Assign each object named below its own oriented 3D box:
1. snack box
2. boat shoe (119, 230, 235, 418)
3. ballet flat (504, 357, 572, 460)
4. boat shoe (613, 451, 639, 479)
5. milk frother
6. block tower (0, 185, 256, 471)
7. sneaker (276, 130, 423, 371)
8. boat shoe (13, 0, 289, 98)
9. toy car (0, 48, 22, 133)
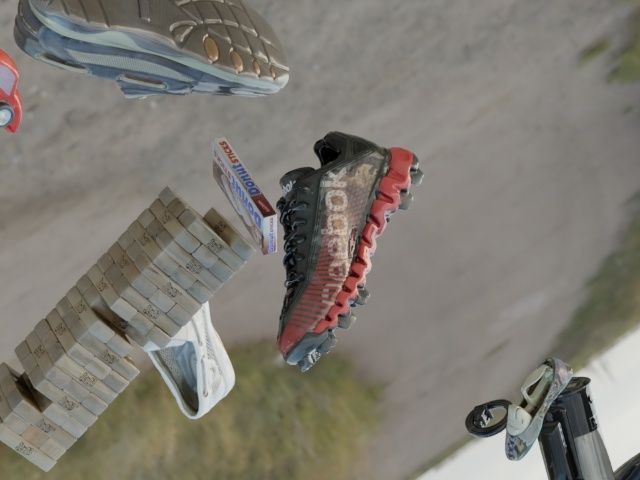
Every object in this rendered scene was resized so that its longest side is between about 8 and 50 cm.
[{"bbox_3d":[-0.100,-0.060,2.049,0.022,0.178,0.064,-15,133,-19],"label":"snack box"},{"bbox_3d":[-0.203,0.116,2.119,0.098,0.277,0.096,-15,-158,30],"label":"boat shoe"},{"bbox_3d":[0.210,0.166,1.584,0.114,0.041,0.041,-58,173,-6],"label":"ballet flat"},{"bbox_3d":[0.523,0.244,1.853,0.500,0.187,0.156,-41,174,32],"label":"boat shoe"},{"bbox_3d":[0.263,0.247,1.879,0.143,0.134,0.129,-11,-173,41],"label":"milk frother"},{"bbox_3d":[-0.228,0.090,1.726,0.335,0.091,0.097,-46,127,1],"label":"block tower"},{"bbox_3d":[0.000,0.000,1.645,0.276,0.135,0.097,-66,-168,-24],"label":"sneaker"},{"bbox_3d":[-0.204,-0.242,1.885,0.355,0.132,0.130,16,145,-32],"label":"boat shoe"},{"bbox_3d":[-0.313,-0.179,1.231,0.053,0.239,0.225,-48,-167,-6],"label":"toy car"}]
